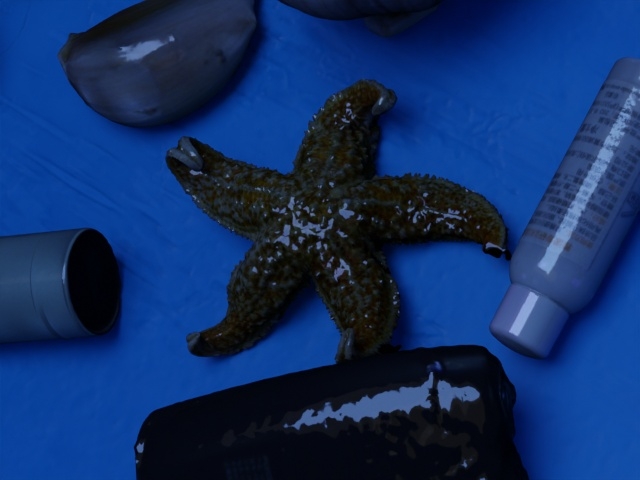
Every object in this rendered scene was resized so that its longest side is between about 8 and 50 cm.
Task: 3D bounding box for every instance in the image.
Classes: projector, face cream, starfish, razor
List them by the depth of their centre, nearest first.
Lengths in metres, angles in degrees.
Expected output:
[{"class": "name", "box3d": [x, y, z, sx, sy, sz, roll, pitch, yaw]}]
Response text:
[{"class": "razor", "box3d": [0.010, 0.198, 1.617, 0.326, 0.107, 0.189, -12, 93, 19]}, {"class": "face cream", "box3d": [0.227, -0.024, 1.647, 0.082, 0.082, 0.269, 25, 83, 31]}, {"class": "starfish", "box3d": [-0.002, 0.001, 1.733, 0.312, 0.113, 0.303, -30, 59, 8]}, {"class": "projector", "box3d": [-0.362, 0.054, 1.880, 0.337, 0.108, 0.108, -5, 68, 23]}]

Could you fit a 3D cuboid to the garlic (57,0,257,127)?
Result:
[{"class": "garlic", "box3d": [-0.132, -0.196, 1.891, 0.266, 0.128, 0.148, -18, 74, 6]}]

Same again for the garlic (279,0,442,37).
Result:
[{"class": "garlic", "box3d": [0.060, -0.325, 1.758, 0.322, 0.241, 0.322, -21, 52, 29]}]
